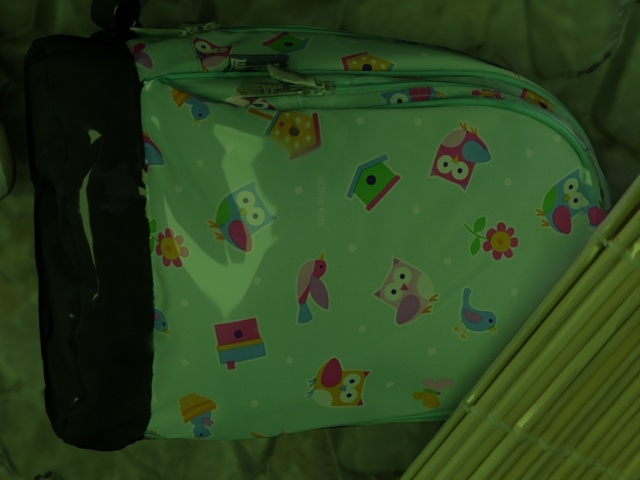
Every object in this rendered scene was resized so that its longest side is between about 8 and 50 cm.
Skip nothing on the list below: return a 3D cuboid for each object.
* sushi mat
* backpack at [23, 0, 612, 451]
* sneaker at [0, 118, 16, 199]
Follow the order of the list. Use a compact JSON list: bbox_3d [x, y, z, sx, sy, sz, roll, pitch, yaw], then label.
[{"bbox_3d":[0.063,0.117,0.553,0.151,0.019,0.316,20,116,-37],"label":"sushi mat"},{"bbox_3d":[0.000,0.000,0.538,0.182,0.115,0.152,-3,111,-12],"label":"backpack"},{"bbox_3d":[-0.235,-0.089,0.543,0.153,0.099,0.282,-41,108,-17],"label":"sneaker"}]
